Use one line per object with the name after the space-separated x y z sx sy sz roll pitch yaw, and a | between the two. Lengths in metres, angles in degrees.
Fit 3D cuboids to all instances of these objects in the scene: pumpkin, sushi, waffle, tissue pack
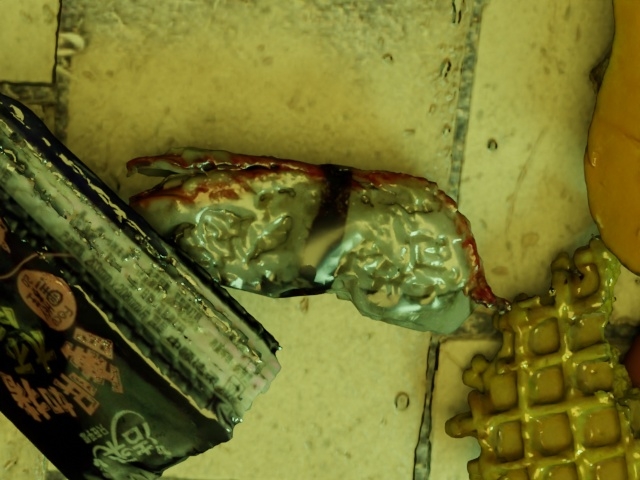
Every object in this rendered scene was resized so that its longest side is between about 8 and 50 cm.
0.310 -0.126 1.491 0.139 0.222 0.317 -5 107 -31 | pumpkin
0.000 0.000 1.530 0.332 0.124 0.130 8 92 -5 | sushi
0.238 0.162 1.544 0.293 0.069 0.260 44 105 25 | waffle
-0.216 0.052 1.490 0.332 0.123 0.245 46 141 -12 | tissue pack

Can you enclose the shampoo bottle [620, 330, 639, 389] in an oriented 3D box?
0.296 0.122 1.599 0.085 0.085 0.244 26 103 -10 | shampoo bottle
